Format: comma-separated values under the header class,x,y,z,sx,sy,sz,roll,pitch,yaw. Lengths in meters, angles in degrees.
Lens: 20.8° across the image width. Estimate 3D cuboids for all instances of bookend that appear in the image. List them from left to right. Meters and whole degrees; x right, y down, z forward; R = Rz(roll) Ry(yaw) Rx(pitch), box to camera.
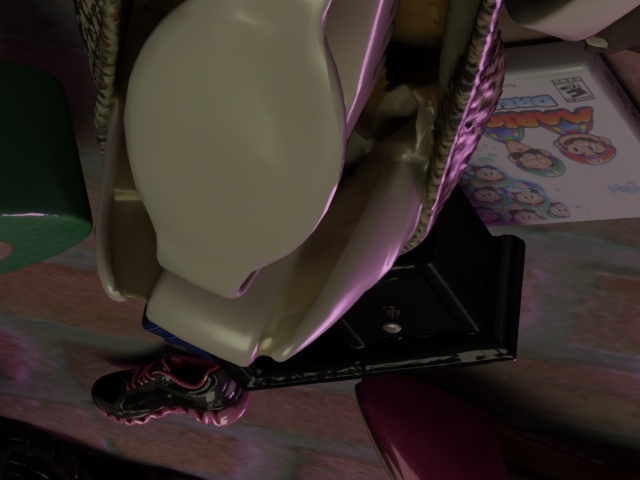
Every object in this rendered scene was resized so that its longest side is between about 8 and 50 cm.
class,x,y,z,sx,sy,sz,roll,pitch,yaw
bookend,0.000,0.000,0.863,0.157,0.072,0.156,-8,143,25

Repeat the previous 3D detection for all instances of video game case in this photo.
class,x,y,z,sx,sy,sz,roll,pitch,yaw
video game case,0.083,-0.046,0.850,0.157,0.019,0.143,-4,151,30

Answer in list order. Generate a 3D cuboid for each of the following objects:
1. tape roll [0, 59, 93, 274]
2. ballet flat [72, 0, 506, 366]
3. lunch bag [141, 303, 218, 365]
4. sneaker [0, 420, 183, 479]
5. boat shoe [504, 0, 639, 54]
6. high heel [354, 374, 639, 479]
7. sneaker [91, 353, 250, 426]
class,x,y,z,sx,sy,sz,roll,pitch,yaw
tape roll,-0.274,-0.008,0.844,0.321,0.077,0.321,-12,176,-1
ballet flat,-0.015,-0.061,0.560,0.164,0.182,0.483,13,161,0
lunch bag,-0.056,0.027,1.009,0.065,0.067,0.098,26,149,-30
sneaker,-0.215,0.235,1.491,0.286,0.109,0.130,23,159,-19
boat shoe,0.179,-0.128,0.525,0.096,0.116,0.324,17,159,-23
high heel,0.188,0.162,1.200,0.181,0.127,0.377,-35,131,20
sneaker,-0.111,0.098,1.227,0.119,0.047,0.057,-3,137,21
